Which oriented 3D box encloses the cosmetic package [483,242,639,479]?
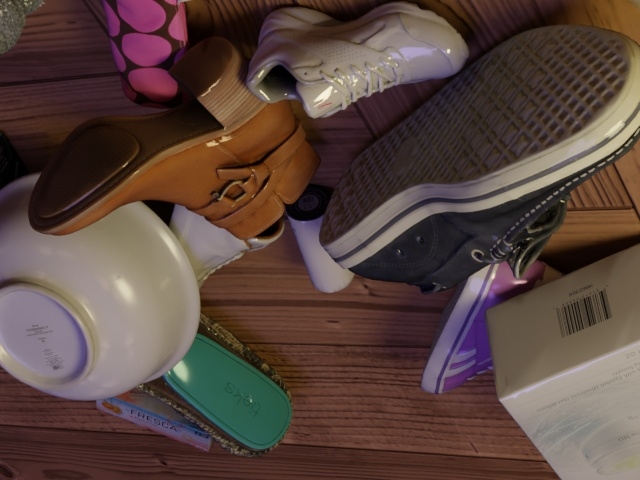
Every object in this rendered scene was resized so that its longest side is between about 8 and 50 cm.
[{"bbox_3d":[0.327,0.144,1.701,0.224,0.138,0.224,-25,129,19],"label":"cosmetic package"}]

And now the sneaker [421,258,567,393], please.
[{"bbox_3d":[0.214,0.118,1.845,0.161,0.102,0.282,21,147,0],"label":"sneaker"}]

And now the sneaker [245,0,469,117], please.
[{"bbox_3d":[0.031,-0.160,1.547,0.232,0.115,0.090,1,140,33],"label":"sneaker"}]

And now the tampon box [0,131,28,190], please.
[{"bbox_3d":[-0.430,-0.043,2.010,0.101,0.120,0.161,6,143,26],"label":"tampon box"}]

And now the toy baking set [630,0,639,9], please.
[{"bbox_3d":[0.322,-0.237,1.335,0.256,0.030,0.197,-3,135,36],"label":"toy baking set"}]

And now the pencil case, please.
[{"bbox_3d":[-0.167,-0.221,1.617,0.098,0.095,0.209,11,148,11],"label":"pencil case"}]

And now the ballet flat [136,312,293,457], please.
[{"bbox_3d":[-0.233,0.118,2.105,0.483,0.164,0.182,45,163,-31],"label":"ballet flat"}]

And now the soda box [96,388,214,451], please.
[{"bbox_3d":[-0.234,0.241,2.347,0.183,0.058,0.063,20,147,5],"label":"soda box"}]

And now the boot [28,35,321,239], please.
[{"bbox_3d":[-0.144,-0.064,1.674,0.109,0.283,0.220,45,178,39],"label":"boot"}]

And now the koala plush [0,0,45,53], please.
[{"bbox_3d":[-0.376,-0.266,1.603,0.203,0.196,0.221,-19,125,34],"label":"koala plush"}]

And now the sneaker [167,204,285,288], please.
[{"bbox_3d":[-0.115,-0.001,1.879,0.123,0.106,0.290,26,146,2],"label":"sneaker"}]

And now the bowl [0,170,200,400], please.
[{"bbox_3d":[-0.299,0.078,1.859,0.298,0.134,0.298,11,123,17],"label":"bowl"}]

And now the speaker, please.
[{"bbox_3d":[0.000,0.000,1.854,0.055,0.055,0.136,9,144,23],"label":"speaker"}]

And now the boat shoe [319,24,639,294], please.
[{"bbox_3d":[0.173,-0.062,1.547,0.156,0.187,0.500,29,153,-17],"label":"boat shoe"}]
